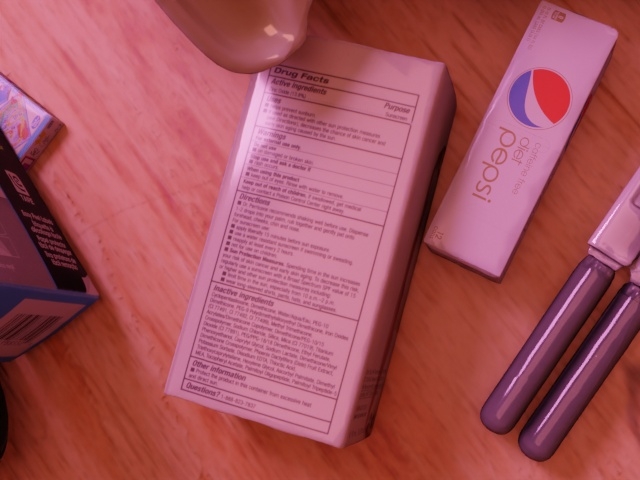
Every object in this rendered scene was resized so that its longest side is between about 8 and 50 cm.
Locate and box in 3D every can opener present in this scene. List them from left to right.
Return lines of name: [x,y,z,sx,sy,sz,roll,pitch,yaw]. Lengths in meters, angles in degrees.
can opener: [0.223,0.044,0.738,0.074,0.093,0.280,35,96,12]

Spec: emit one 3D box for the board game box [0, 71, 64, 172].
board game box: [-0.328,-0.082,0.889,0.103,0.026,0.154,38,92,13]

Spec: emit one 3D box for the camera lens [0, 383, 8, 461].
camera lens: [-0.419,0.166,0.779,0.274,0.219,0.219,-33,78,6]

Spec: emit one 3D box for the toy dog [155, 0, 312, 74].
toy dog: [-0.154,-0.350,0.717,0.285,0.395,0.408,-60,36,11]

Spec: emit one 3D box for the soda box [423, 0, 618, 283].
soda box: [0.162,-0.077,0.767,0.069,0.074,0.216,26,89,13]

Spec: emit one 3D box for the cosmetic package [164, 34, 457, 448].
cosmetic package: [0.000,0.000,0.763,0.153,0.129,0.296,16,87,14]

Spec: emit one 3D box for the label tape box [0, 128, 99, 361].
label tape box: [-0.347,-0.074,0.749,0.115,0.249,0.348,-33,79,6]
